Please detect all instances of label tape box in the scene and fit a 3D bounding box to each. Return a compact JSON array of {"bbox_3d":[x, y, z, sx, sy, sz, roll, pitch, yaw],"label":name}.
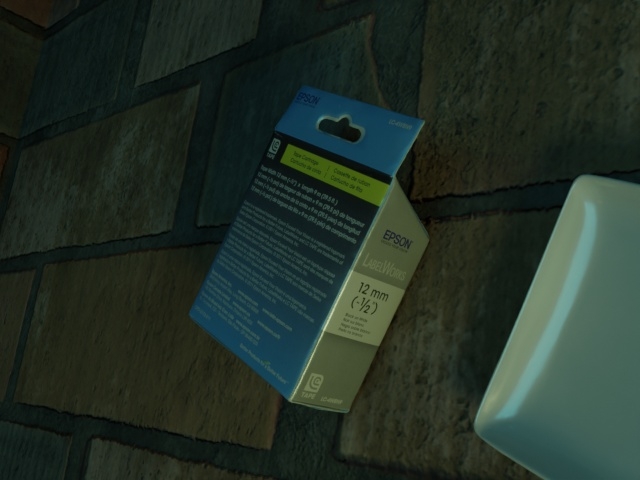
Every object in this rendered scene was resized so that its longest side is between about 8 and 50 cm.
[{"bbox_3d":[0.000,0.000,0.926,0.249,0.115,0.347,29,93,48],"label":"label tape box"}]

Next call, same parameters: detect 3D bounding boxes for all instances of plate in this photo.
[{"bbox_3d":[0.278,0.095,0.616,0.278,0.045,0.277,24,91,59],"label":"plate"}]
